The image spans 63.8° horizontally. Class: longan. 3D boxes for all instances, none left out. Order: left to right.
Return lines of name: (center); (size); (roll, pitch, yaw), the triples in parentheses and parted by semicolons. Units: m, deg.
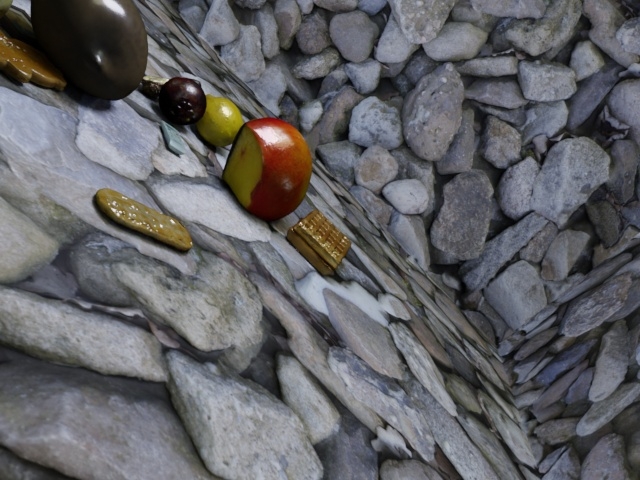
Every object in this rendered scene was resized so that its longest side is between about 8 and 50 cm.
longan: (-0.603, -0.548, 1.370); (0.288, 0.289, 0.350); (-107, 175, -59)

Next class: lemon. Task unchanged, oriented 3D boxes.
lemon: (-0.376, -0.442, 1.902); (0.173, 0.174, 0.206); (-92, 162, -68)

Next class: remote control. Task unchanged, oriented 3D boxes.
remote control: (-0.470, -0.324, 1.629); (0.061, 0.029, 0.162); (35, 14, -42)

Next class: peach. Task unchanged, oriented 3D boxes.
peach: (-0.158, -0.241, 1.753); (0.242, 0.306, 0.380); (45, 8, 25)

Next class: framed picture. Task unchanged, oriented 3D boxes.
framed picture: (-0.812, -0.583, 1.389); (0.168, 0.023, 0.128); (49, 15, 10)

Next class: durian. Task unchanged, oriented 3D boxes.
durian: (-0.575, -0.533, 1.794); (0.111, 0.071, 0.140); (11, 18, 6)

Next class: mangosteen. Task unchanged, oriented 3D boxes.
mangosteen: (-0.472, -0.488, 1.770); (0.172, 0.172, 0.184); (35, 40, -35)

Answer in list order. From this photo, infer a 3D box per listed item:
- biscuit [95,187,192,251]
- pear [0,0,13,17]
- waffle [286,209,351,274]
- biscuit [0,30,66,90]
biscuit: (-0.383, -0.047, 1.140); (0.247, 0.029, 0.118); (30, 22, -46)
pear: (-0.788, -0.571, 1.163); (0.167, 0.167, 0.136); (-92, 157, -68)
waffle: (0.000, 0.000, 1.923); (0.224, 0.098, 0.327); (44, 14, -1)
biscuit: (-0.723, -0.432, 1.216); (0.184, 0.035, 0.249); (50, 15, 12)
